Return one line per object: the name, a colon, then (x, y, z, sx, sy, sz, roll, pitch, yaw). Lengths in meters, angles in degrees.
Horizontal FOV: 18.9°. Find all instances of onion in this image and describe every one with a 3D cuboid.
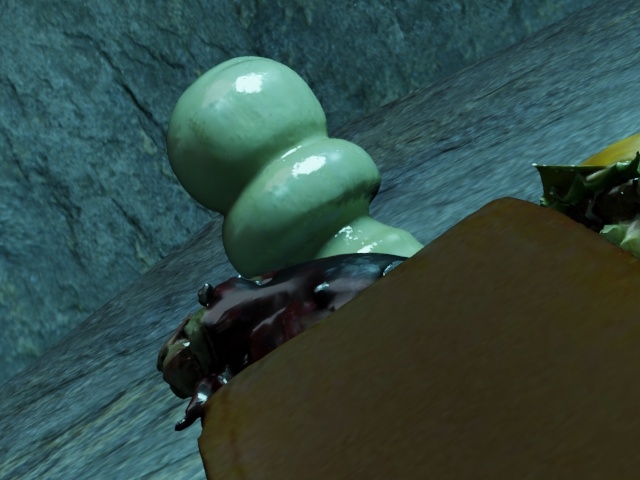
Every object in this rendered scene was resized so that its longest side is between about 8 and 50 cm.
onion: (0.038, 0.134, 1.213, 0.281, 0.281, 0.221, -42, -18, -51)

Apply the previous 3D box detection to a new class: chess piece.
chess piece: (0.000, 0.000, 1.556, 0.182, 0.330, 0.182, -36, -9, -7)

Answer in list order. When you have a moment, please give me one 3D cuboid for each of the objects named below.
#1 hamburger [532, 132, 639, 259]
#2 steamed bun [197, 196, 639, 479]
hamburger: (0.255, 0.011, 1.243, 0.243, 0.138, 0.261, -11, -20, 14)
steamed bun: (0.103, 0.159, 0.720, 0.235, 0.248, 0.379, -34, 19, -3)
